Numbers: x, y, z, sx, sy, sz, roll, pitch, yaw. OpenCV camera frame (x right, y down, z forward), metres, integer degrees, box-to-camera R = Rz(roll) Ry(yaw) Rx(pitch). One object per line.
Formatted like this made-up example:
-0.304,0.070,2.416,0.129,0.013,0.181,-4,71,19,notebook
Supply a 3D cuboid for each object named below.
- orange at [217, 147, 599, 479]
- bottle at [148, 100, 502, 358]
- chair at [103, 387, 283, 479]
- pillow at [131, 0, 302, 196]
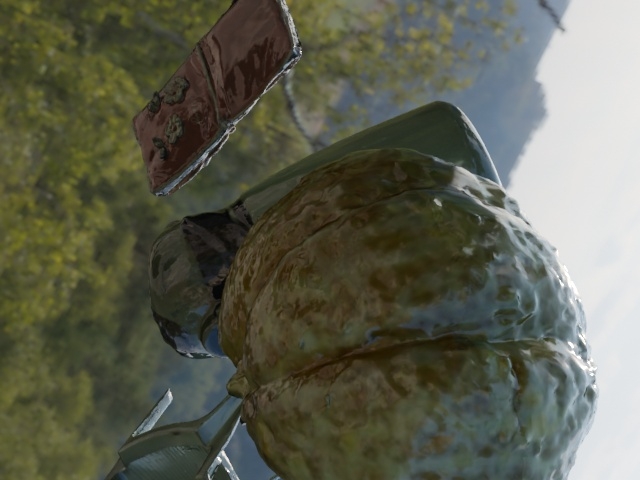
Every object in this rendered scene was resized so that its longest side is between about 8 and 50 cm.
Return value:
0.071,0.050,0.988,0.369,0.271,0.210,-117,-146,-60,orange
0.000,0.001,1.258,0.347,0.168,0.168,-23,174,-4,bottle
-0.147,0.306,1.574,0.203,0.190,0.274,-19,-164,36,chair
-0.105,-0.153,1.303,0.232,0.043,0.126,-45,-130,27,pillow
